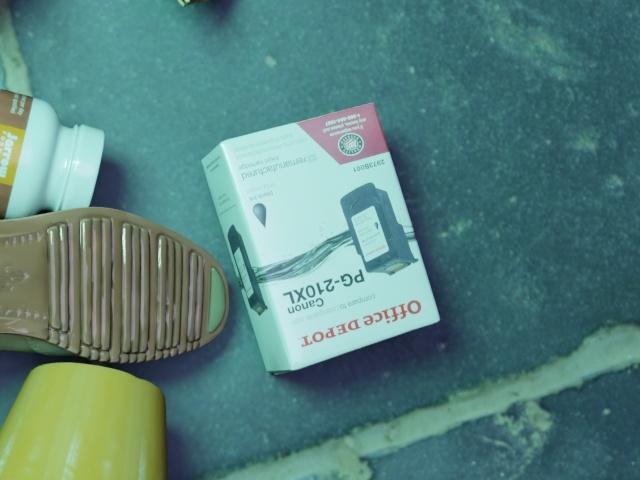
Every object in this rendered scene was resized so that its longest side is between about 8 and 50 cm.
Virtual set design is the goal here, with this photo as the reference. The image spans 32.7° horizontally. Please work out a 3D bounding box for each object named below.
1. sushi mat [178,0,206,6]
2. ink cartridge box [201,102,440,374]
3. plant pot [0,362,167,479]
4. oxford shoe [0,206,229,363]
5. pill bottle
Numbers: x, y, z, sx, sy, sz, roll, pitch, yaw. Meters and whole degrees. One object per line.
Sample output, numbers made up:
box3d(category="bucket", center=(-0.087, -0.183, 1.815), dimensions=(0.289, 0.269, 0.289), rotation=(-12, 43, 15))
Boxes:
box3d(category="sushi mat", center=(-0.202, -0.371, 1.092), dimensions=(0.316, 0.019, 0.151), rotation=(49, 28, -7))
box3d(category="ink cartridge box", center=(0.000, 0.000, 1.114), dimensions=(0.172, 0.100, 0.237), rotation=(-17, 89, -19))
box3d(category="plant pot", center=(-0.218, 0.218, 0.975), dimensions=(0.205, 0.205, 0.187), rotation=(16, 63, -16))
box3d(category="oxford shoe", center=(-0.271, 0.040, 1.007), dimensions=(0.397, 0.147, 0.140), rotation=(10, 79, -37))
box3d(category="pill bottle", center=(-0.316, -0.084, 1.007), dimensions=(0.216, 0.121, 0.121), rotation=(13, 79, -16))
